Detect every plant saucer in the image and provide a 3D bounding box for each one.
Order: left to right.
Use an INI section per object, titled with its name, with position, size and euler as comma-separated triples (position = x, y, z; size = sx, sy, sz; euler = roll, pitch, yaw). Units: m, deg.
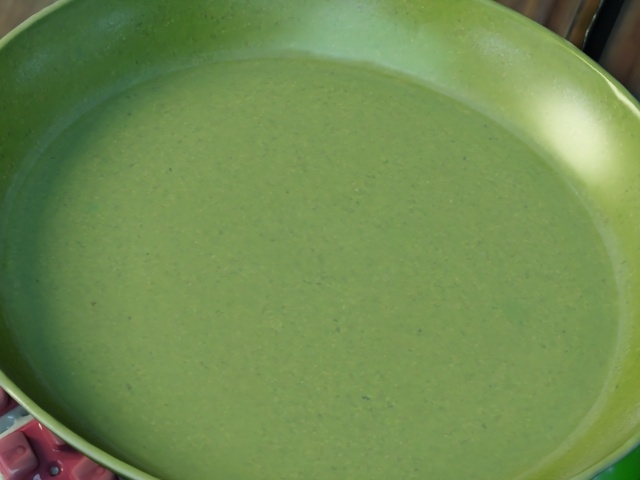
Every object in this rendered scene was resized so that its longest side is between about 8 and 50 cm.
[plant saucer]
position = 0.000, 0.000, 0.593
size = 0.241, 0.037, 0.241
euler = 5, 46, -5

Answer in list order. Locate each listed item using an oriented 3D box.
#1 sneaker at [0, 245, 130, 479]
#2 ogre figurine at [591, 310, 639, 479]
[sneaker]
position = -0.040, 0.122, 0.601
size = 0.121, 0.112, 0.299
euler = -15, 68, -33
[ogre figurine]
position = 0.136, 0.099, 0.609
size = 0.118, 0.097, 0.197
euler = -20, 99, -19
